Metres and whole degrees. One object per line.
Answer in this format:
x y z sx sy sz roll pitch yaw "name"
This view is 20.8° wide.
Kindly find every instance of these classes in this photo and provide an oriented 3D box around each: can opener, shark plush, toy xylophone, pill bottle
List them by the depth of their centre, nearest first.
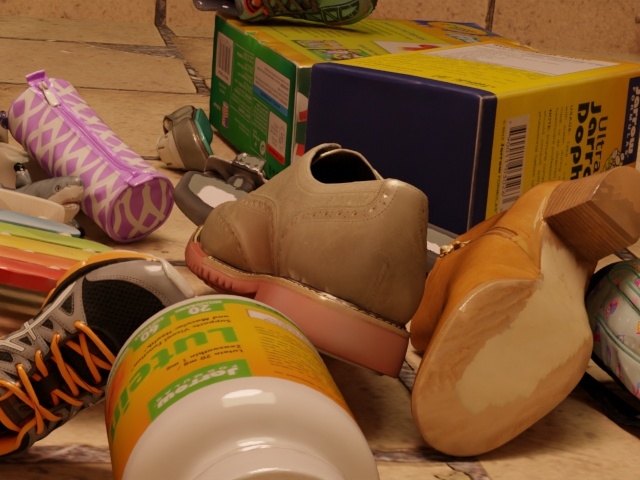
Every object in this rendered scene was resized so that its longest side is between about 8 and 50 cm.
-0.043 0.125 0.945 0.136 0.136 0.245 2 14 -11 "pill bottle"
-0.224 0.028 1.314 0.236 0.081 0.323 12 9 -41 "toy xylophone"
0.003 -0.004 1.589 0.280 0.074 0.093 19 54 17 "can opener"
-0.287 -0.044 1.709 0.073 0.067 0.161 -6 18 -39 "shark plush"

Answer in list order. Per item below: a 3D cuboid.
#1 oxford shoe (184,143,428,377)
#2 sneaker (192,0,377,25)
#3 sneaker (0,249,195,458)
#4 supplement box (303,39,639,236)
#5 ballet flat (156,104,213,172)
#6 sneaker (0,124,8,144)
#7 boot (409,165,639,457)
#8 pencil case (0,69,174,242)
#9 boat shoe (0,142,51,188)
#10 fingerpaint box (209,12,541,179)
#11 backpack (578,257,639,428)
0.000 0.000 1.371 0.140 0.146 0.397 23 1 -21 "oxford shoe"
-0.051 -0.304 2.180 0.262 0.104 0.125 9 32 36 "sneaker"
-0.167 0.083 1.081 0.215 0.084 0.083 -33 16 21 "sneaker"
0.160 -0.083 1.762 0.194 0.195 0.356 14 17 33 "supplement box"
-0.162 -0.112 2.076 0.068 0.072 0.213 -23 14 1 "ballet flat"
-0.397 -0.169 1.821 0.131 0.148 0.350 -9 -7 -15 "sneaker"
0.122 0.067 1.330 0.295 0.104 0.211 -49 10 -30 "boot"
-0.228 -0.085 1.728 0.086 0.088 0.206 -24 51 -33 "pencil case"
-0.300 -0.055 1.815 0.206 0.075 0.065 0 -30 3 "boat shoe"
0.088 -0.168 2.155 0.371 0.163 0.445 0 15 -16 "fingerpaint box"
0.272 0.079 1.303 0.152 0.115 0.182 5 16 -11 "backpack"
